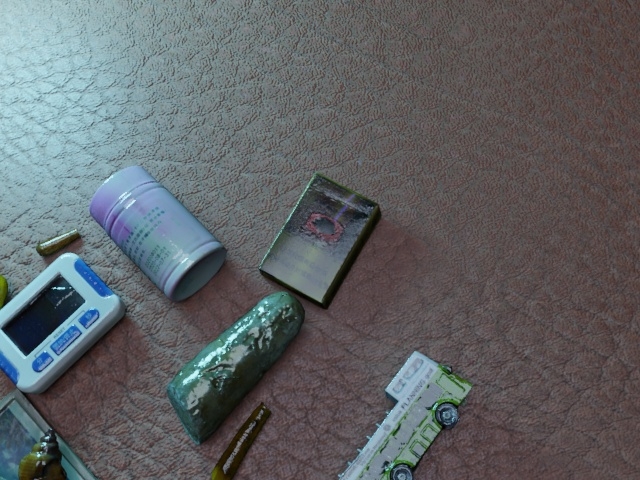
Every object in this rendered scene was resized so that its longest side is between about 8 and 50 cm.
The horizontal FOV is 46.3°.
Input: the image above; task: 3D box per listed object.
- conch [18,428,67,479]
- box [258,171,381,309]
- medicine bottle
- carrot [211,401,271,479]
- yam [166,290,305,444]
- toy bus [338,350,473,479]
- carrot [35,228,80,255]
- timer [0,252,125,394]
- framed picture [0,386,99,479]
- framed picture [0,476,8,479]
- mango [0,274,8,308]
[{"bbox_3d":[-0.506,0.462,1.372,0.086,0.080,0.233,-6,91,36],"label":"conch"},{"bbox_3d":[0.000,0.000,1.528,0.159,0.071,0.240,28,76,12],"label":"box"},{"bbox_3d":[-0.327,-0.016,1.500,0.152,0.152,0.254,-43,75,-11],"label":"medicine bottle"},{"bbox_3d":[-0.148,0.387,1.424,0.042,0.042,0.171,32,74,11],"label":"carrot"},{"bbox_3d":[-0.158,0.229,1.428,0.133,0.133,0.330,43,78,14],"label":"yam"},{"bbox_3d":[0.150,0.359,1.389,0.139,0.113,0.302,36,78,16],"label":"toy bus"},{"bbox_3d":[-0.550,0.005,1.566,0.093,0.032,0.032,-27,73,-11],"label":"carrot"},{"bbox_3d":[-0.530,0.165,1.489,0.178,0.078,0.253,43,78,15],"label":"timer"},{"bbox_3d":[-0.567,0.469,1.419,0.315,0.024,0.232,43,78,14],"label":"framed picture"},{"bbox_3d":[-0.638,0.484,1.372,0.203,0.015,0.150,19,100,18],"label":"framed picture"},{"bbox_3d":[-0.668,0.119,1.507,0.079,0.057,0.114,-21,49,39],"label":"mango"}]
